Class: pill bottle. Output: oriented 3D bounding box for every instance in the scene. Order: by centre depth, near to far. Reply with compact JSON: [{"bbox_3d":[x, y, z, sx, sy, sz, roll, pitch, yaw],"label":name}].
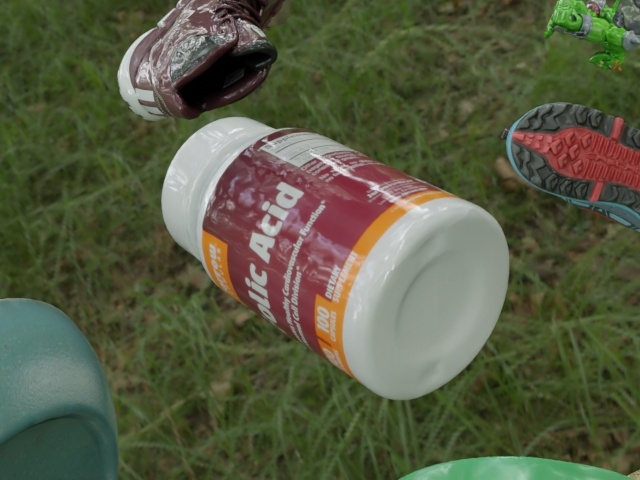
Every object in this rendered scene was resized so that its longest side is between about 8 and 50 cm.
[{"bbox_3d":[0.000,0.000,1.219,0.224,0.224,0.392,-40,42,-21],"label":"pill bottle"}]

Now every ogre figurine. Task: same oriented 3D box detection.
[{"bbox_3d":[0.364,-0.285,1.408,0.118,0.197,0.096,22,89,7],"label":"ogre figurine"}]

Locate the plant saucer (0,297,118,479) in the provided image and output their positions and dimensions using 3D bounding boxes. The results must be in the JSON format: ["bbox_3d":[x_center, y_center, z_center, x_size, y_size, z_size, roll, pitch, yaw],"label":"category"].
[{"bbox_3d":[-0.175,0.178,0.462,0.044,0.317,0.317,23,52,14],"label":"plant saucer"}]

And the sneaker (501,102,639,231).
[{"bbox_3d":[0.294,-0.060,0.990,0.125,0.262,0.104,-97,32,-83],"label":"sneaker"}]

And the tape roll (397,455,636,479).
[{"bbox_3d":[0.198,0.315,0.993,0.321,0.321,0.077,-5,46,21],"label":"tape roll"}]

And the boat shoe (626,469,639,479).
[{"bbox_3d":[0.540,0.360,1.640,0.153,0.048,0.056,-10,44,5],"label":"boat shoe"}]

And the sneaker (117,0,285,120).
[{"bbox_3d":[-0.066,-0.221,1.033,0.281,0.106,0.162,-56,36,-6],"label":"sneaker"}]

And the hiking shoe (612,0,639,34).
[{"bbox_3d":[0.328,-0.217,0.827,0.086,0.114,0.227,-11,14,-41],"label":"hiking shoe"}]

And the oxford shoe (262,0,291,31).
[{"bbox_3d":[-0.039,-0.411,1.260,0.130,0.348,0.123,4,33,5],"label":"oxford shoe"}]
